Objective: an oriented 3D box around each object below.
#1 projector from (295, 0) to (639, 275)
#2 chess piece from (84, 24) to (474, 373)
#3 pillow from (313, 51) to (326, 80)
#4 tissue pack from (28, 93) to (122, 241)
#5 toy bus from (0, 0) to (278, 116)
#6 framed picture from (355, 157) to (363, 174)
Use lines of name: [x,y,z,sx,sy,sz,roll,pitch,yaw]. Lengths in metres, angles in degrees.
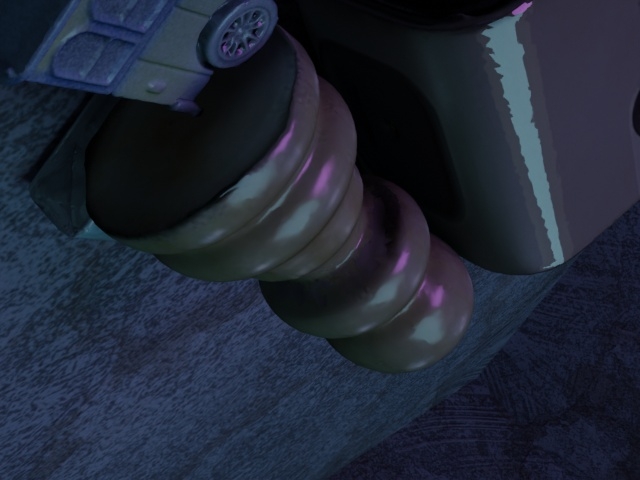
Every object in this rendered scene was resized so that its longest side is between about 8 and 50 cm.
projector: [0.149,-0.158,0.814,0.249,0.248,0.249,-38,132,-15]
chess piece: [0.000,0.000,0.744,0.182,0.182,0.330,-45,133,5]
pillow: [0.066,-0.180,0.990,0.171,0.075,0.179,-38,160,-13]
tissue pack: [-0.106,-0.071,0.870,0.177,0.089,0.263,-50,160,14]
toy bus: [-0.070,-0.231,0.521,0.312,0.152,0.190,-49,159,20]
framed picture: [0.072,-0.084,1.011,0.339,0.255,0.014,-37,121,-13]
